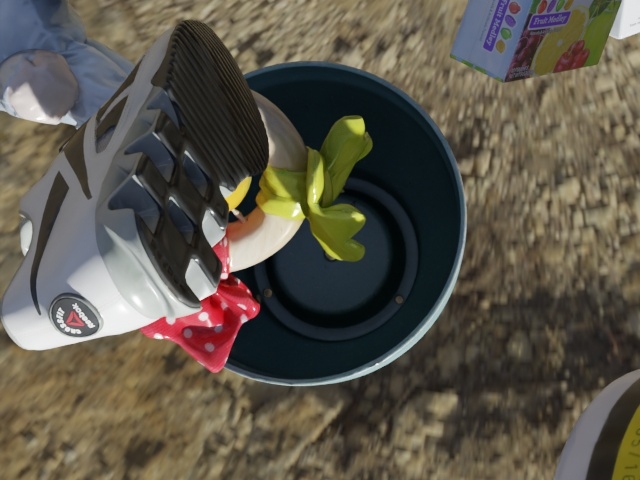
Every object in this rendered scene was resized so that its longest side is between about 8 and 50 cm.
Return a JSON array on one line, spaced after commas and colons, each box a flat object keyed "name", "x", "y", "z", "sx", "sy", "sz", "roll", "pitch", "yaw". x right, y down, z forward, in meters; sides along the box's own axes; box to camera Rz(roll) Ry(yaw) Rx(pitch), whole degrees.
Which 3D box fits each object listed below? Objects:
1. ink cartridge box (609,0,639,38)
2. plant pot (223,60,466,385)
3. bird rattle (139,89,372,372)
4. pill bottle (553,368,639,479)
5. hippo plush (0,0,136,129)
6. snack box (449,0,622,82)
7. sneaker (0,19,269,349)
[{"name": "ink cartridge box", "x": 0.272, "y": -0.322, "z": 1.794, "sx": 0.153, "sy": 0.087, "sz": 0.208, "roll": 30, "pitch": 130, "yaw": 38}, {"name": "plant pot", "x": 0.000, "y": 0.000, "z": 1.729, "sx": 0.293, "sy": 0.196, "sz": 0.293, "roll": -2, "pitch": 79, "yaw": 10}, {"name": "bird rattle", "x": -0.081, "y": -0.033, "z": 1.478, "sx": 0.253, "sy": 0.143, "sz": 0.207, "roll": -30, "pitch": 114, "yaw": 26}, {"name": "pill bottle", "x": 0.287, "y": 0.141, "z": 0.862, "sx": 0.334, "sy": 0.188, "sz": 0.188, "roll": -9, "pitch": 104, "yaw": 45}, {"name": "hippo plush", "x": -0.278, "y": -0.246, "z": 1.981, "sx": 0.294, "sy": 0.234, "sz": 0.237, "roll": 16, "pitch": 95, "yaw": 42}, {"name": "snack box", "x": 0.124, "y": -0.151, "z": 0.914, "sx": 0.037, "sy": 0.100, "sz": 0.141, "roll": 31, "pitch": 116, "yaw": 27}, {"name": "sneaker", "x": -0.130, "y": -0.041, "z": 1.235, "sx": 0.146, "sy": 0.330, "sz": 0.122, "roll": -24, "pitch": 110, "yaw": 22}]
